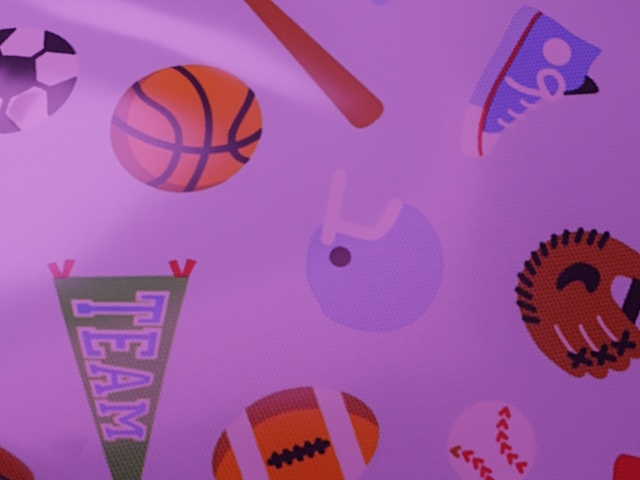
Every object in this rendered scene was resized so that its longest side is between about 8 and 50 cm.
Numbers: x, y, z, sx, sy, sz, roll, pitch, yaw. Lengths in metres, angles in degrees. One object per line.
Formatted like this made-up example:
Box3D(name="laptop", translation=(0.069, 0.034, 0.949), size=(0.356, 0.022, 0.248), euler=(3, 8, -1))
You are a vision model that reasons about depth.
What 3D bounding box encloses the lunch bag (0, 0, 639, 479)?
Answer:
Box3D(name="lunch bag", translation=(0.000, 0.000, 0.691), size=(0.386, 0.239, 0.327), euler=(27, 75, -7))
